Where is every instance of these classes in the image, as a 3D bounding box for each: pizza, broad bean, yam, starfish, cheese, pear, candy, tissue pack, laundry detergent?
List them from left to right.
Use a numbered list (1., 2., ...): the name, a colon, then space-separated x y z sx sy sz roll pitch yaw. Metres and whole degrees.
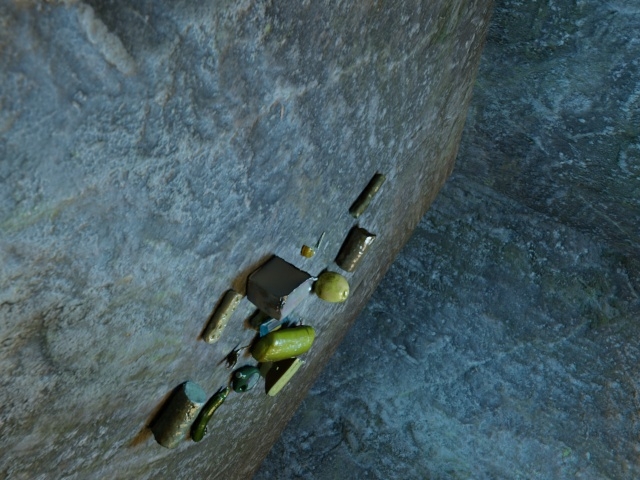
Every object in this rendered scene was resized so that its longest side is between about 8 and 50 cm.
1. yam: -0.473 0.584 1.425 0.194 0.107 0.107 -56 161 -8
2. broad bean: -0.475 0.748 1.778 0.292 0.049 0.144 -63 167 20
3. cheese: -0.321 0.251 1.383 0.194 0.043 0.065 -59 163 3
4. starfish: -0.332 0.454 1.682 0.130 0.041 0.133 -48 -174 -12
5. laundry detergent: -0.341 0.619 1.884 0.137 0.063 0.211 -48 160 -11
6. tissue pack: -0.185 0.323 1.672 0.138 0.028 0.085 -32 147 -29
7. candy: -0.143 0.168 1.491 0.195 0.185 0.137 -40 150 -43
8. pizza: -0.166 0.261 1.743 0.287 0.075 0.280 -60 162 10
9. pear: 0.061 0.244 2.153 0.178 0.178 0.178 -49 159 -26
10. yam: 0.185 0.045 2.222 0.238 0.128 0.129 -59 -164 19
11. yam: 0.228 -0.215 2.025 0.253 0.061 0.061 -54 161 -14

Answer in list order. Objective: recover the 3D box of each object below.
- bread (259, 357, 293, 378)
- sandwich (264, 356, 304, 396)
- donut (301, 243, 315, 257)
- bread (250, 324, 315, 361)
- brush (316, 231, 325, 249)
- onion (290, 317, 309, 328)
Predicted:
1. bread: -0.217 0.611 2.129 0.188 0.068 0.125 -10 132 -51
2. sandwich: -0.192 0.636 2.036 0.244 0.088 0.090 -49 143 4
3. donut: -0.048 0.043 1.759 0.067 0.038 0.083 -39 156 -37
4. bread: -0.156 0.483 1.950 0.166 0.112 0.383 -46 155 18
5. brush: 0.000 0.000 1.854 0.083 0.013 0.016 -67 166 2
6. onion: -0.107 0.471 2.209 0.150 0.140 0.150 -8 141 -7
